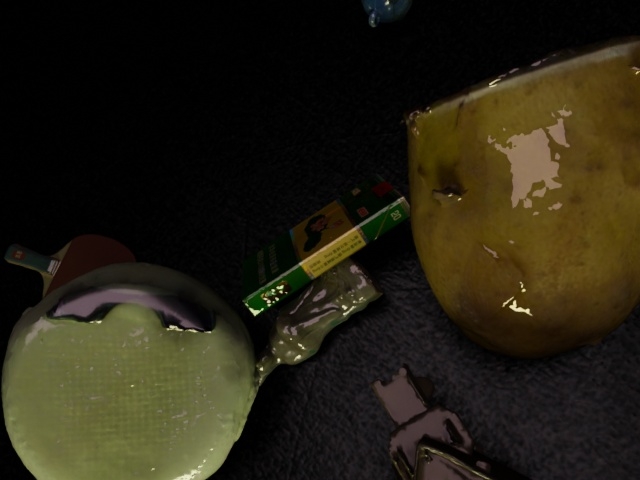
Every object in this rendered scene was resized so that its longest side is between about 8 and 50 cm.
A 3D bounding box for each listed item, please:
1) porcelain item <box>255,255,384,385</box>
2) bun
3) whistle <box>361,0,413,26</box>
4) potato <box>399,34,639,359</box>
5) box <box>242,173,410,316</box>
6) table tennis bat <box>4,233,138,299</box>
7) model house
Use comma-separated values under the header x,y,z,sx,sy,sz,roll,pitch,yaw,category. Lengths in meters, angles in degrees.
x,y,z,sx,sy,sz,roll,pitch,yaw,category
-0.022,0.109,0.661,0.216,0.069,0.081,-42,69,5,porcelain item
-0.227,0.172,0.637,0.294,0.187,0.292,0,87,-4,bun
0.114,-0.403,0.789,0.090,0.090,0.157,22,79,23,whistle
0.279,-0.048,0.564,0.398,0.290,0.295,-17,96,-29,potato
0.000,0.000,0.663,0.235,0.034,0.132,-33,21,3,box
-0.417,0.055,0.824,0.275,0.021,0.154,15,76,20,table tennis bat
0.107,0.249,0.482,0.205,0.211,0.243,-31,67,3,model house
